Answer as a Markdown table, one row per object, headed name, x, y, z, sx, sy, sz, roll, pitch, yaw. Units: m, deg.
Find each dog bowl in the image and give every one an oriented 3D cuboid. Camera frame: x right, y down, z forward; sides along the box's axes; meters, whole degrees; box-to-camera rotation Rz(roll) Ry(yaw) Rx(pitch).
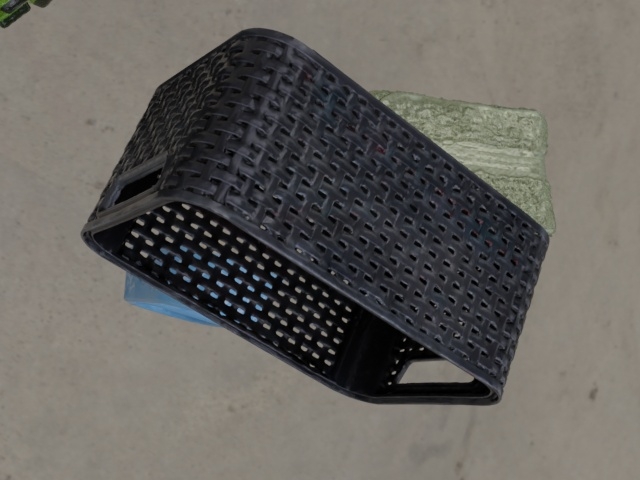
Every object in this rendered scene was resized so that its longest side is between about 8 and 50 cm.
| name | x | y | z | sx | sy | sz | roll | pitch | yaw |
| --- | --- | --- | --- | --- | --- | --- | --- | --- | --- |
| dog bowl | -0.165 | 0.065 | 1.238 | 0.166 | 0.297 | 0.074 | 20 | 78 | -26 |

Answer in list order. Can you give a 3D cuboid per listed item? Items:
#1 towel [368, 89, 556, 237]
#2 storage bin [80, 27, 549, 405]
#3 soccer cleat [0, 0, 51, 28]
| name | x | y | z | sx | sy | sz | roll | pitch | yaw |
| --- | --- | --- | --- | --- | --- | --- | --- | --- | --- |
| towel | 0.102 | -0.053 | 0.676 | 0.148 | 0.027 | 0.110 | 5 | 73 | -19 |
| storage bin | 0.000 | 0.000 | 0.430 | 0.180 | 0.122 | 0.084 | 33 | 65 | -25 |
| soccer cleat | -0.189 | -0.173 | 0.440 | 0.121 | 0.289 | 0.093 | 45 | 81 | -2 |
